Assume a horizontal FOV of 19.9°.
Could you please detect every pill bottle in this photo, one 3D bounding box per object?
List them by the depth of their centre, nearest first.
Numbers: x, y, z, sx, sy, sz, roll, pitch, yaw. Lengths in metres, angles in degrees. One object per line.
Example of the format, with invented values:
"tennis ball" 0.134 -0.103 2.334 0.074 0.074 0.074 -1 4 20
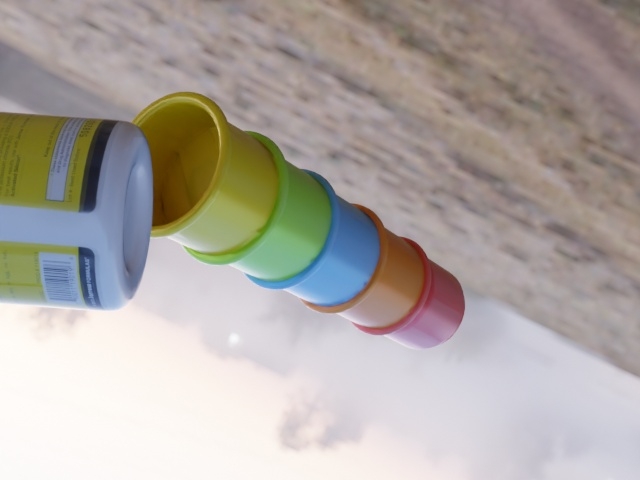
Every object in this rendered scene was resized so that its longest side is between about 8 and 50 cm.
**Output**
"pill bottle" -0.187 -0.019 0.973 0.184 0.103 0.103 5 175 5

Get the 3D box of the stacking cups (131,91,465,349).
"stacking cups" 0.000 0.000 1.213 0.096 0.096 0.316 23 178 42
